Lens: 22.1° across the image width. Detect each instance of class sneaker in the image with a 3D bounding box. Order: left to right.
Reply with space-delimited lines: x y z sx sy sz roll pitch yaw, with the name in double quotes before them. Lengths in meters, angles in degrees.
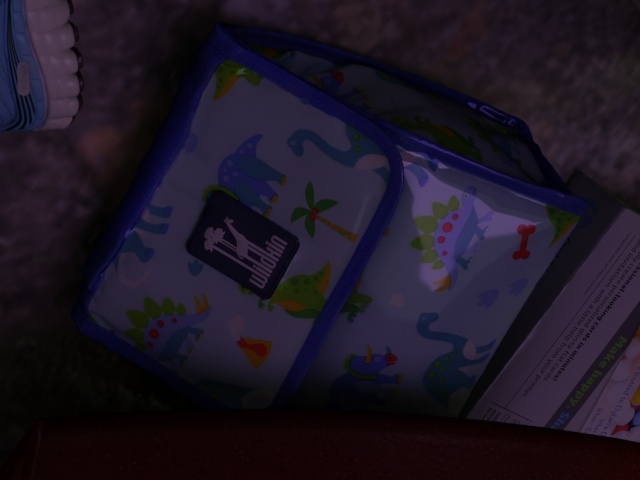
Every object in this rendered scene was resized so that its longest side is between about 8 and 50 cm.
"sneaker" -0.116 -0.095 0.487 0.073 0.063 0.162 -16 127 -18

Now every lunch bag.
"lunch bag" 0.000 0.000 0.606 0.151 0.096 0.129 20 111 -23

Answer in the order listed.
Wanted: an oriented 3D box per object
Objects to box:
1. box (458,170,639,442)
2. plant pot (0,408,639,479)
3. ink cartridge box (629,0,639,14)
"box" 0.141 0.066 0.767 0.186 0.038 0.145 27 104 -41
"plant pot" -0.036 0.208 0.581 0.235 0.267 0.267 21 138 -18
"ink cartridge box" 0.280 -0.165 0.513 0.384 0.160 0.279 -37 152 15
